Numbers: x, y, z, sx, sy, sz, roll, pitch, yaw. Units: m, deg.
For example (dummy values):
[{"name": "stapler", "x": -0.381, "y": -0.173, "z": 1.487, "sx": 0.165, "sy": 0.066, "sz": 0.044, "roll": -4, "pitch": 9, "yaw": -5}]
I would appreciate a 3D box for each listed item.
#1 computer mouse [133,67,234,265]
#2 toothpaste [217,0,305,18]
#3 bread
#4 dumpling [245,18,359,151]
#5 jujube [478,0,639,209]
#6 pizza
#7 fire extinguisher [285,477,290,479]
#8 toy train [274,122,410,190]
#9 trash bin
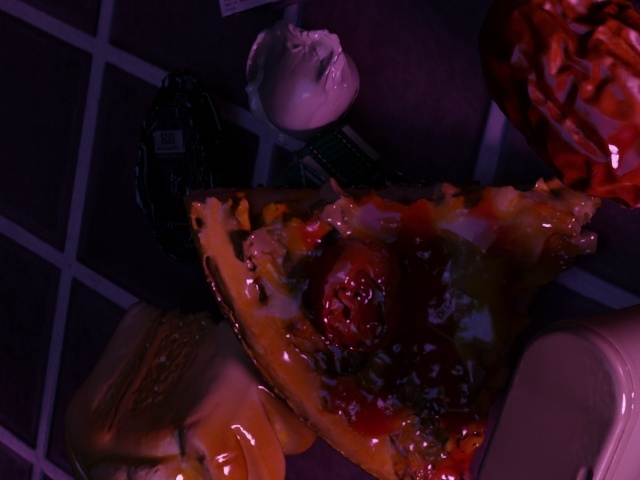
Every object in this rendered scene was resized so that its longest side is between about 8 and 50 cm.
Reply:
[{"name": "computer mouse", "x": -0.159, "y": -0.089, "z": 2.052, "sx": 0.146, "sy": 0.077, "sz": 0.241, "roll": 3, "pitch": 98, "yaw": 42}, {"name": "toothpaste", "x": 0.026, "y": -0.308, "z": 1.833, "sx": 0.337, "sy": 0.081, "sz": 0.067, "roll": -10, "pitch": 92, "yaw": 43}, {"name": "bread", "x": -0.150, "y": 0.229, "z": 1.995, "sx": 0.316, "sy": 0.211, "sz": 0.270, "roll": 3, "pitch": 59, "yaw": 46}, {"name": "dumpling", "x": -0.024, "y": -0.178, "z": 1.886, "sx": 0.127, "sy": 0.108, "sz": 0.188, "roll": 42, "pitch": 145, "yaw": 19}, {"name": "jujube", "x": 0.258, "y": -0.145, "z": 1.598, "sx": 0.250, "sy": 0.174, "sz": 0.174, "roll": 49, "pitch": 127, "yaw": 23}, {"name": "pizza", "x": 0.099, "y": 0.047, "z": 1.744, "sx": 0.406, "sy": 0.130, "sz": 0.440, "roll": -36, "pitch": 102, "yaw": 25}, {"name": "fire extinguisher", "x": -0.085, "y": 0.348, "z": 2.104, "sx": 0.078, "sy": 0.045, "sz": 0.157, "roll": 47, "pitch": 128, "yaw": -2}, {"name": "toy train", "x": 0.000, "y": 0.000, "z": 1.891, "sx": 0.154, "sy": 0.115, "sz": 0.269, "roll": 40, "pitch": 134, "yaw": 5}, {"name": "trash bin", "x": 0.279, "y": 0.166, "z": 1.590, "sx": 0.121, "sy": 0.247, "sz": 0.243, "roll": 34, "pitch": 121, "yaw": 33}]
